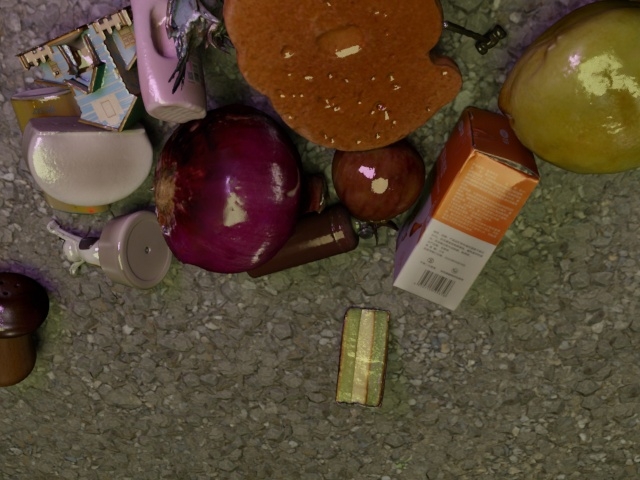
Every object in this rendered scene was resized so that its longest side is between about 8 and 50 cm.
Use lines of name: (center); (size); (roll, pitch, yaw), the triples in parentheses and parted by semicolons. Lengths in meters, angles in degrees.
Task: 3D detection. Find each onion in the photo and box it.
onion: (-0.134, -0.101, 1.462); (0.385, 0.348, 0.347); (-1, 129, -34)

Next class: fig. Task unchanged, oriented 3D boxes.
fig: (0.115, -0.120, 1.459); (0.205, 0.205, 0.205); (3, 122, 5)

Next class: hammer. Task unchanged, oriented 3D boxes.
hammer: (0.259, -0.356, 1.259); (0.058, 0.292, 0.029); (-42, 79, 26)

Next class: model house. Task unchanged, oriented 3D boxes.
model house: (-0.415, -0.314, 1.415); (0.271, 0.178, 0.206); (-18, 112, 13)

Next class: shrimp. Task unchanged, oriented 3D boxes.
shrimp: (-0.190, -0.424, 1.232); (0.137, 0.372, 0.172); (1, 159, 10)

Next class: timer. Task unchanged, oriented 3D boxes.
timer: (-0.492, 0.021, 1.666); (0.266, 0.175, 0.175); (0, 123, 28)

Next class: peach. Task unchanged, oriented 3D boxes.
peach: (0.490, -0.265, 1.272); (0.316, 0.281, 0.314); (-32, 121, 29)

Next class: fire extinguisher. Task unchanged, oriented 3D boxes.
fire extinguisher: (0.000, 0.000, 1.608); (0.337, 0.106, 0.147); (-15, 152, 16)

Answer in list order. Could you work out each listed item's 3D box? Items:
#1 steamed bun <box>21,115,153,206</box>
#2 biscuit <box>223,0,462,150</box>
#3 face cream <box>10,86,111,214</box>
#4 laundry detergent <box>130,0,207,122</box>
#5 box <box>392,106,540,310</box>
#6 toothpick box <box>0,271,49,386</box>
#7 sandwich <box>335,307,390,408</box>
steamed bun: (-0.469, -0.159, 1.483); (0.242, 0.146, 0.164); (-5, 112, -27)
biscuit: (0.036, -0.328, 1.221); (0.350, 0.078, 0.455); (-20, 137, 8)
face cream: (-0.552, -0.183, 1.572); (0.139, 0.067, 0.285); (-6, 121, 4)
laundry detergent: (-0.279, -0.384, 1.309); (0.088, 0.159, 0.335); (-12, 83, 23)
box: (0.281, -0.066, 1.454); (0.143, 0.225, 0.341); (23, 121, -6)
toothpick box: (-0.763, 0.214, 1.776); (0.192, 0.192, 0.294); (17, 127, -4)
sandwich: (0.103, 0.275, 1.732); (0.117, 0.144, 0.187); (5, 122, 1)
